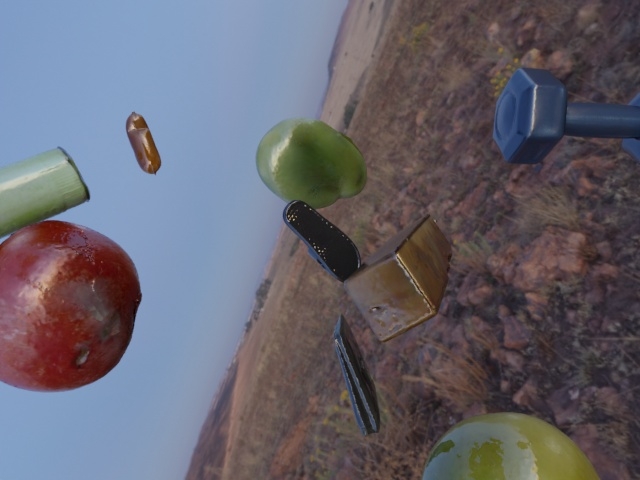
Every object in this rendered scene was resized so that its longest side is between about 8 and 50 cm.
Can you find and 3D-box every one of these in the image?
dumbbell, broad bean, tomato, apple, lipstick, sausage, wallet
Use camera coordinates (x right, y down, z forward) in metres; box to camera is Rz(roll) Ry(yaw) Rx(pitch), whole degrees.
[{"bbox_3d":[0.467,-0.202,0.788,0.160,0.324,0.144,-90,4,-53],"label":"dumbbell"},{"bbox_3d":[-0.010,-0.143,0.866,0.100,0.227,0.170,0,101,53],"label":"broad bean"},{"bbox_3d":[-0.275,0.075,0.509,0.099,0.173,0.190,2,65,41],"label":"tomato"},{"bbox_3d":[0.305,0.430,0.747,0.254,0.291,0.292,-42,-25,-70],"label":"apple"},{"bbox_3d":[-0.400,-0.013,0.490,0.304,0.076,0.076,-33,-18,-33],"label":"lipstick"},{"bbox_3d":[-0.465,-0.250,1.229,0.183,0.062,0.054,64,158,8],"label":"sausage"},{"bbox_3d":[0.084,0.298,1.069,0.168,0.052,0.246,-51,-57,-77],"label":"wallet"}]

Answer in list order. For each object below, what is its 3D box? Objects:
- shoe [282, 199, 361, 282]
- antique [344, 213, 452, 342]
[{"bbox_3d":[0.000,0.000,0.737,0.062,0.159,0.053,-49,17,-16],"label":"shoe"},{"bbox_3d":[0.135,0.039,0.708,0.087,0.093,0.310,-35,-1,23],"label":"antique"}]
